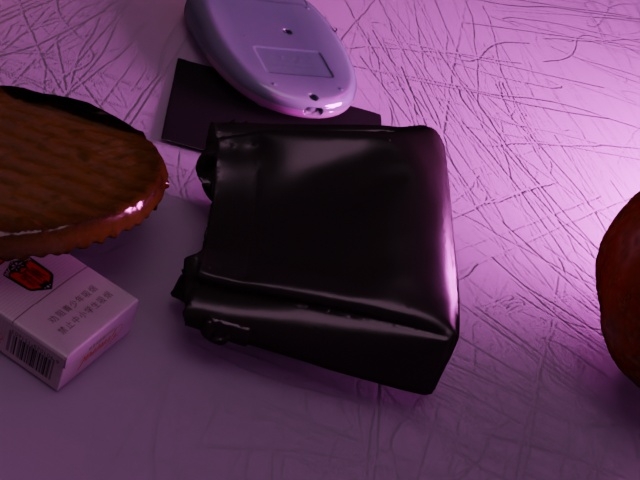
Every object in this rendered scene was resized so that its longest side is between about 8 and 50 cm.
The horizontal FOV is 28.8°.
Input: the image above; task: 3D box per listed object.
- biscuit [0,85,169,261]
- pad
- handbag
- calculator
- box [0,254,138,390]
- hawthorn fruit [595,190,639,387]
[{"bbox_3d":[-0.293,-0.066,1.091,0.317,0.040,0.318,8,26,-4],"label":"biscuit"},{"bbox_3d":[-0.047,-0.124,1.364,0.245,0.006,0.170,15,37,-11],"label":"pad"},{"bbox_3d":[0.000,0.000,1.150,0.257,0.113,0.285,10,46,-7],"label":"handbag"},{"bbox_3d":[-0.061,-0.239,1.464,0.185,0.041,0.299,1,41,-27],"label":"calculator"},{"bbox_3d":[-0.242,0.046,1.028,0.152,0.048,0.100,30,36,14],"label":"box"},{"bbox_3d":[0.428,0.027,1.142,0.284,0.369,0.285,12,57,-19],"label":"hawthorn fruit"}]
